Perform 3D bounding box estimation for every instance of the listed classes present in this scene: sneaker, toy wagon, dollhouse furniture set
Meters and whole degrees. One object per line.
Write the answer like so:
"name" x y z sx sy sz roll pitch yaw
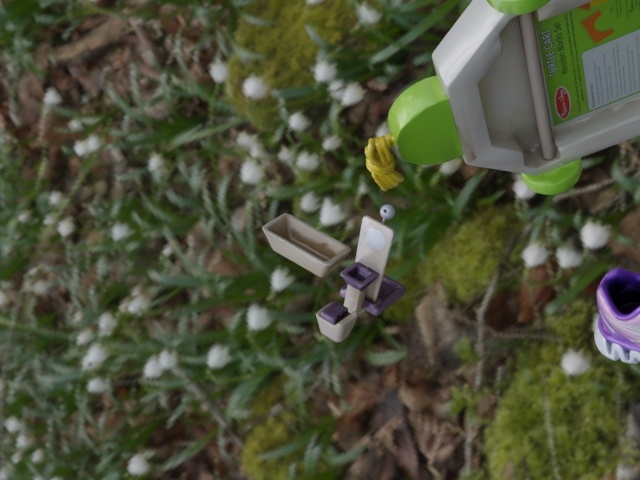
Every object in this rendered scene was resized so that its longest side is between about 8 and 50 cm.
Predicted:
"sneaker" 0.375 0.084 1.174 0.236 0.095 0.104 13 138 45
"toy wagon" 0.191 -0.140 0.934 0.267 0.344 0.068 63 -172 -56
"dollhouse furniture set" 0.000 0.000 0.834 0.114 0.091 0.081 29 129 25
